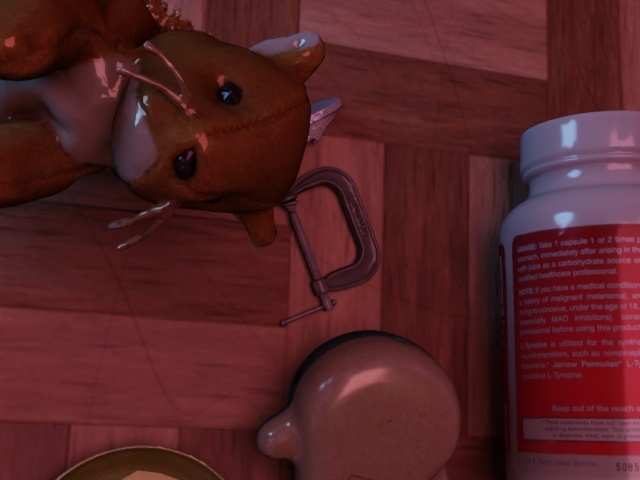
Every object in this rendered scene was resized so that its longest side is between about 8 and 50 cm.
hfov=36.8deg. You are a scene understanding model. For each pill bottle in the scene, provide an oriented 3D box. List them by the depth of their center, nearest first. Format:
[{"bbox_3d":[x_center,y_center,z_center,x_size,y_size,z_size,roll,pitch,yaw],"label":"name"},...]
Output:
[{"bbox_3d":[0.313,0.079,1.056,0.228,0.229,0.408,4,80,-19],"label":"pill bottle"}]

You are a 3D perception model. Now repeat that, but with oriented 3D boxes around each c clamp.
[{"bbox_3d":[0.000,0.000,1.069,0.137,0.022,0.161,-14,86,-21],"label":"c clamp"}]

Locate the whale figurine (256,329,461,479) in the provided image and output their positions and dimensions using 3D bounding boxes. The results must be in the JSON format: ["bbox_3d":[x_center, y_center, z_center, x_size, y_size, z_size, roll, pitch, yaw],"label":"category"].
[{"bbox_3d":[0.031,0.222,1.001,0.216,0.141,0.272,17,100,-16],"label":"whale figurine"}]

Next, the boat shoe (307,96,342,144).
[{"bbox_3d":[-0.013,-0.126,1.084,0.100,0.035,0.035,-38,122,-25],"label":"boat shoe"}]

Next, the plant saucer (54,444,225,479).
[{"bbox_3d":[-0.181,0.322,0.939,0.240,0.037,0.241,3,79,-18],"label":"plant saucer"}]

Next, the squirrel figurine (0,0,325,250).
[{"bbox_3d":[-0.174,-0.142,0.836,0.370,0.397,0.281,15,105,9],"label":"squirrel figurine"}]
